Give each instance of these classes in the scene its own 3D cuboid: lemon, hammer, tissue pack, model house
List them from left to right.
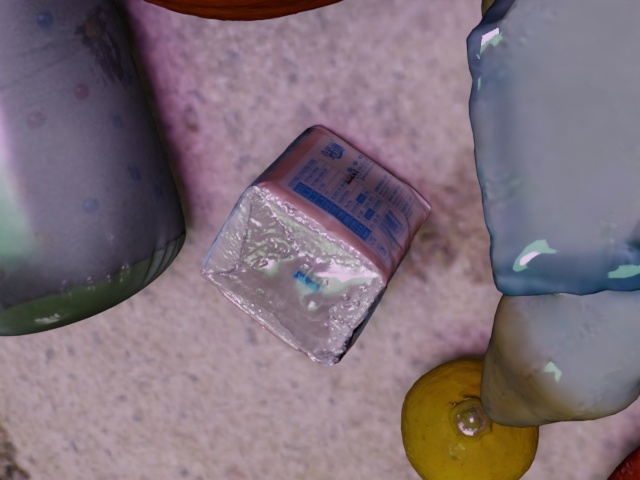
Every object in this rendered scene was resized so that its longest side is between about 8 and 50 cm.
[{"bbox_3d":[-0.231,-0.045,0.587,0.336,0.119,0.206,-10,104,28],"label":"hammer"},{"bbox_3d":[0.000,0.000,0.523,0.074,0.094,0.058,37,116,1],"label":"tissue pack"},{"bbox_3d":[0.065,0.082,0.544,0.062,0.083,0.062,-2,76,7],"label":"lemon"},{"bbox_3d":[0.161,-0.045,0.428,0.267,0.194,0.325,38,131,-1],"label":"model house"}]

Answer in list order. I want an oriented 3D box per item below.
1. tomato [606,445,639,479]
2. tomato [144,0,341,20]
[{"bbox_3d":[0.196,0.141,0.515,0.159,0.091,0.139,24,108,39],"label":"tomato"},{"bbox_3d":[-0.011,-0.194,0.384,0.180,0.260,0.259,3,111,4],"label":"tomato"}]
